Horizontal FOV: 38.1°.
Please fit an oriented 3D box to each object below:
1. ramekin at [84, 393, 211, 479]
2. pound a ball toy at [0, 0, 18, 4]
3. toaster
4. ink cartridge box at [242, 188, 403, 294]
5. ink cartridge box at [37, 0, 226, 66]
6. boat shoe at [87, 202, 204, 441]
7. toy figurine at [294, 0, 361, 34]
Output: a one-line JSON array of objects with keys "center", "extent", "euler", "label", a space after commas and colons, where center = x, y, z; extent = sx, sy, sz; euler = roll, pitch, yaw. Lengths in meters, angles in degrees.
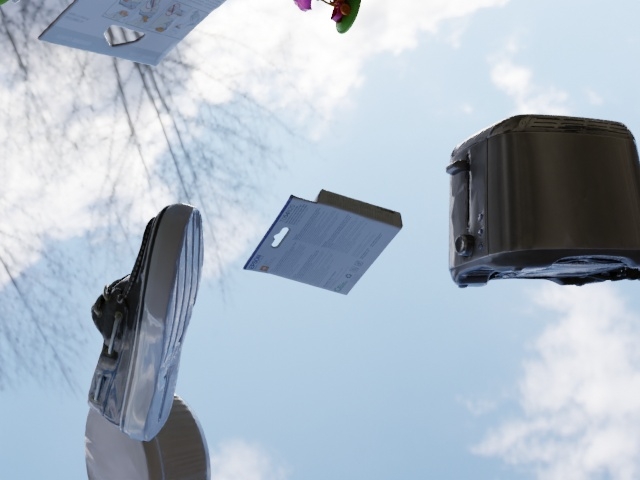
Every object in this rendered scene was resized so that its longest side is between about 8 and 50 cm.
[{"center": [-0.292, 0.378, 1.579], "extent": [0.127, 0.273, 0.273], "euler": [-5, -150, -37], "label": "ramekin"}, {"center": [-0.607, -0.412, 1.401], "extent": [0.208, 0.136, 0.319], "euler": [-32, -117, -1], "label": "pound a ball toy"}, {"center": [0.224, -0.034, 0.885], "extent": [0.227, 0.129, 0.146], "euler": [0, -101, -23], "label": "toaster"}, {"center": [0.000, 0.000, 1.694], "extent": [0.224, 0.223, 0.045], "euler": [16, -134, -23], "label": "ink cartridge box"}, {"center": [-0.187, -0.315, 1.085], "extent": [0.239, 0.060, 0.275], "euler": [-37, 172, 17], "label": "ink cartridge box"}, {"center": [-0.231, 0.101, 1.148], "extent": [0.119, 0.335, 0.121], "euler": [19, -157, 8], "label": "boat shoe"}, {"center": [0.004, -0.612, 2.276], "extent": [0.159, 0.130, 0.173], "euler": [14, -108, -24], "label": "toy figurine"}]
